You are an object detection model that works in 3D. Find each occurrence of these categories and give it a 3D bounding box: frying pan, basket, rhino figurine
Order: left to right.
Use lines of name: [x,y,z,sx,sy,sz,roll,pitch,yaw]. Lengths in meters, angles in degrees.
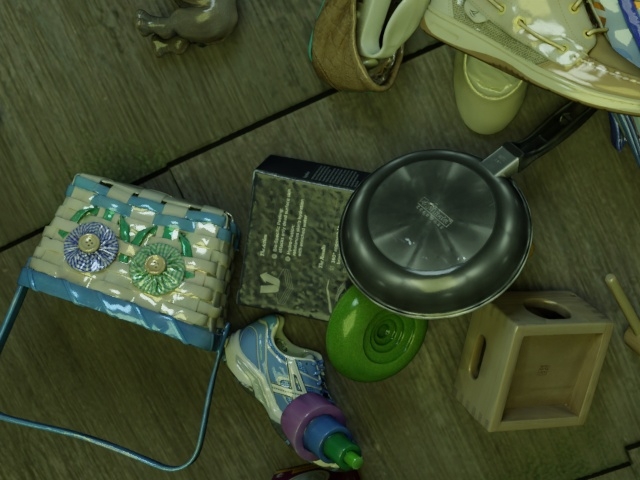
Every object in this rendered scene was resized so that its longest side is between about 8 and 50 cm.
basket: [-0.222,0.084,1.380,0.255,0.201,0.288,15,89,5]
rhino figurine: [-0.148,-0.318,1.335,0.106,0.073,0.243,-4,104,15]
frying pan: [0.174,-0.038,1.270,0.326,0.053,0.197,-21,60,-1]

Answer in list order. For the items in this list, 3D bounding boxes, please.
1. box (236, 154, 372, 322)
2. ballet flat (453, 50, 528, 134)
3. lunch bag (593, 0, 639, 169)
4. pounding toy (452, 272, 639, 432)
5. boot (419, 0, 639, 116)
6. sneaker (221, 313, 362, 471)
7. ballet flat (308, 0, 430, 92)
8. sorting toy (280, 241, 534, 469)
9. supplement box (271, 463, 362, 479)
box: [0.000,0.000,1.388,0.158,0.093,0.155,11,108,6]
ballet flat: [0.187,-0.224,1.298,0.086,0.086,0.248,12,108,6]
lunch bag: [0.383,-0.195,1.258,0.243,0.115,0.303,-22,100,17]
pounding toy: [0.265,0.101,1.370,0.206,0.094,0.181,0,114,-26]
boot: [0.242,-0.242,1.179,0.262,0.095,0.203,28,108,22]
sneaker: [-0.022,0.176,1.445,0.081,0.080,0.211,-42,91,15]
ballet flat: [0.074,-0.302,1.258,0.124,0.116,0.342,36,120,42]
sorting toy: [0.104,0.090,1.308,0.127,0.126,0.365,39,85,-39]
supplement box: [-0.012,0.326,1.433,0.104,0.188,0.080,-16,102,14]
